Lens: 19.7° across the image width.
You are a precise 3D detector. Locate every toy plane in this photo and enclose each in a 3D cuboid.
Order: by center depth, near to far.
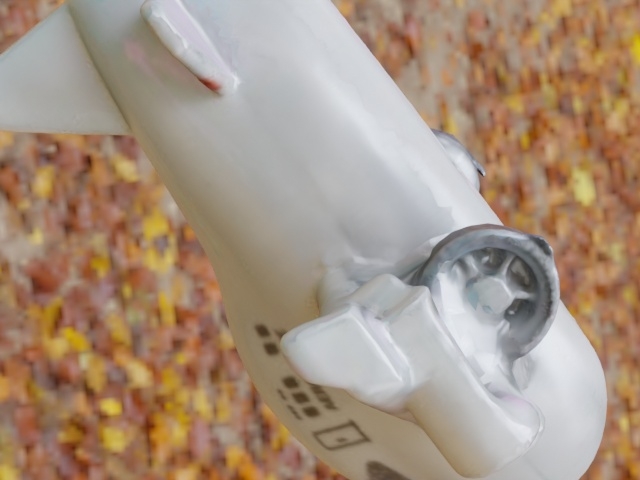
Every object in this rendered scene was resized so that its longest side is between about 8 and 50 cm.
[{"bbox_3d":[0.003,-0.002,0.630,0.252,0.118,0.252,48,7,-8],"label":"toy plane"}]
